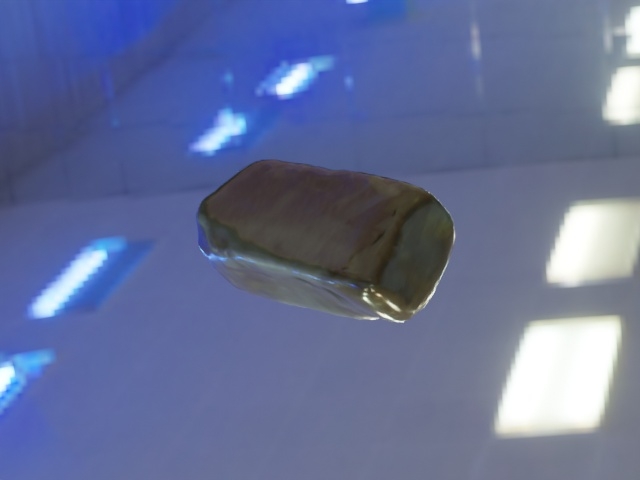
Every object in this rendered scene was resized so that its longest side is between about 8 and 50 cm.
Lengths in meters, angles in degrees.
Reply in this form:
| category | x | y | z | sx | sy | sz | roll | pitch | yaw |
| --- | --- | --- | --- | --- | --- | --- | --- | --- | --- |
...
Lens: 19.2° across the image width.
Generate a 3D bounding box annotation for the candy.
| category | x | y | z | sx | sy | sz | roll | pitch | yaw |
| --- | --- | --- | --- | --- | --- | --- | --- | --- | --- |
| candy | 0.000 | 0.000 | 1.537 | 0.234 | 0.102 | 0.104 | 14 | -115 | 43 |
